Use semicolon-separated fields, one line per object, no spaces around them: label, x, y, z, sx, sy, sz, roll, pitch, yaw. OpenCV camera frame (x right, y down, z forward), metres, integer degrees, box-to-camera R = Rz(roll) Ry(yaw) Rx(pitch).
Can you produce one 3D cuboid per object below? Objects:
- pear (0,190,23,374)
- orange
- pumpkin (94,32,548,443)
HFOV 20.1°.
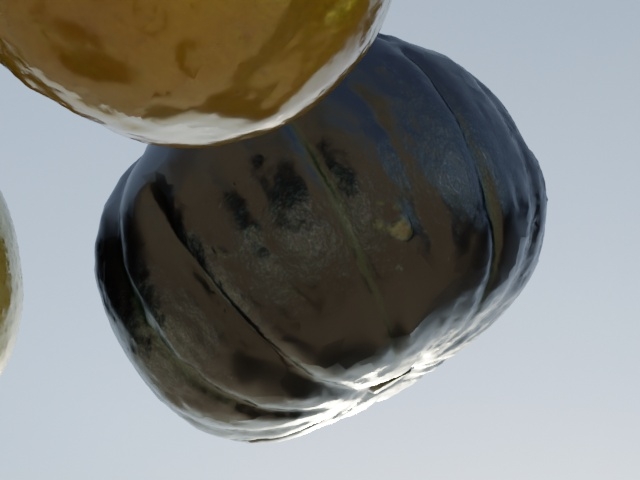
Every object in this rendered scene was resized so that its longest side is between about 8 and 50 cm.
pear;-0.383;0.037;1.422;0.309;0.309;0.309;7;-58;12
orange;-0.083;-0.185;0.992;0.279;0.279;0.235;33;-71;-4
pumpkin;0.000;0.000;1.439;0.363;0.363;0.266;-42;-107;32
